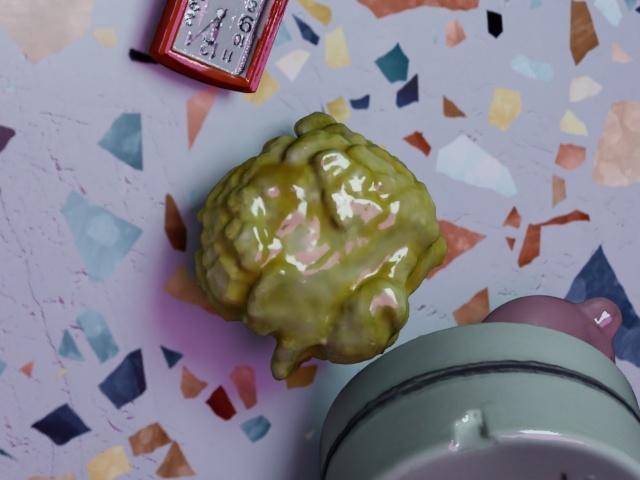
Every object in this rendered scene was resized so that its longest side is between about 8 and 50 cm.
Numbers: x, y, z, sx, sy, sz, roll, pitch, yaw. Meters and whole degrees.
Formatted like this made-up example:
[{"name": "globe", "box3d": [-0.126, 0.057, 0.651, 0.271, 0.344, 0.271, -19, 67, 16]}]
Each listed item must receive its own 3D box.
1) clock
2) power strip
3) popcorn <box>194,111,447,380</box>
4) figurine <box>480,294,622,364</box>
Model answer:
[{"name": "clock", "box3d": [-0.095, -0.228, 1.445, 0.113, 0.061, 0.155, 20, 88, -30]}, {"name": "power strip", "box3d": [0.167, 0.259, 1.494, 0.357, 0.161, 0.357, -2, 129, -3]}, {"name": "popcorn", "box3d": [0.000, 0.000, 1.454, 0.256, 0.195, 0.255, -9, 89, -30]}, {"name": "figurine", "box3d": [0.237, 0.138, 1.608, 0.173, 0.173, 0.173, -3, 96, -30]}]
